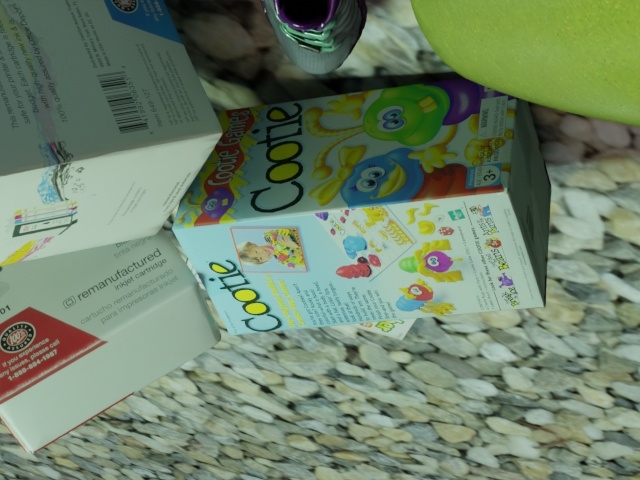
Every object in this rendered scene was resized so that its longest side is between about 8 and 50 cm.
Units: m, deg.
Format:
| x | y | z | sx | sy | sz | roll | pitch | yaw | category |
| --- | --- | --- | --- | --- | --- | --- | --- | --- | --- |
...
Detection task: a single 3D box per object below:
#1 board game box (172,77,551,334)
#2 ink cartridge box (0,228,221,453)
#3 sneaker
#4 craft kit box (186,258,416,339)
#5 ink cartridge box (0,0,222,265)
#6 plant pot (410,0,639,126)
| x | y | z | sx | sy | sz | roll | pitch | yaw | category |
| --- | --- | --- | --- | --- | --- | --- | --- | --- | --- |
| 0.040 | -0.028 | 1.199 | 0.275 | 0.142 | 0.144 | -6 | 136 | 18 | board game box |
| -0.243 | 0.015 | 1.276 | 0.197 | 0.273 | 0.114 | -31 | 149 | -10 | ink cartridge box |
| -0.014 | -0.167 | 1.011 | 0.083 | 0.098 | 0.224 | 12 | 152 | 7 | sneaker |
| 0.000 | 0.000 | 1.427 | 0.246 | 0.061 | 0.250 | 13 | 153 | -5 | craft kit box |
| -0.232 | -0.091 | 1.107 | 0.232 | 0.171 | 0.168 | -12 | 158 | -32 | ink cartridge box |
| 0.187 | -0.175 | 0.829 | 0.275 | 0.275 | 0.293 | 30 | 161 | -28 | plant pot |
